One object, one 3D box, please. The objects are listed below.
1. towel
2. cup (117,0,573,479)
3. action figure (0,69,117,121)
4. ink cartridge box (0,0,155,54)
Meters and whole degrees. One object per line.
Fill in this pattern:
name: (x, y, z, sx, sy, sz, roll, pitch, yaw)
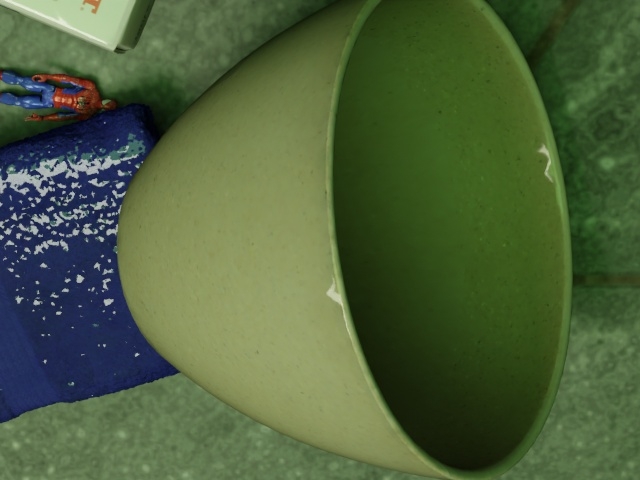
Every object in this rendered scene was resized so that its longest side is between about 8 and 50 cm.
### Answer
towel: (-0.238, 0.029, 1.046, 0.308, 0.076, 0.228, -16, 114, 8)
cup: (0.000, 0.000, 0.916, 0.237, 0.331, 0.331, -7, 110, 33)
action figure: (-0.214, -0.112, 1.017, 0.115, 0.030, 0.038, 8, 104, -1)
ink cartridge box: (-0.199, -0.239, 0.818, 0.237, 0.100, 0.172, 22, 95, -7)
